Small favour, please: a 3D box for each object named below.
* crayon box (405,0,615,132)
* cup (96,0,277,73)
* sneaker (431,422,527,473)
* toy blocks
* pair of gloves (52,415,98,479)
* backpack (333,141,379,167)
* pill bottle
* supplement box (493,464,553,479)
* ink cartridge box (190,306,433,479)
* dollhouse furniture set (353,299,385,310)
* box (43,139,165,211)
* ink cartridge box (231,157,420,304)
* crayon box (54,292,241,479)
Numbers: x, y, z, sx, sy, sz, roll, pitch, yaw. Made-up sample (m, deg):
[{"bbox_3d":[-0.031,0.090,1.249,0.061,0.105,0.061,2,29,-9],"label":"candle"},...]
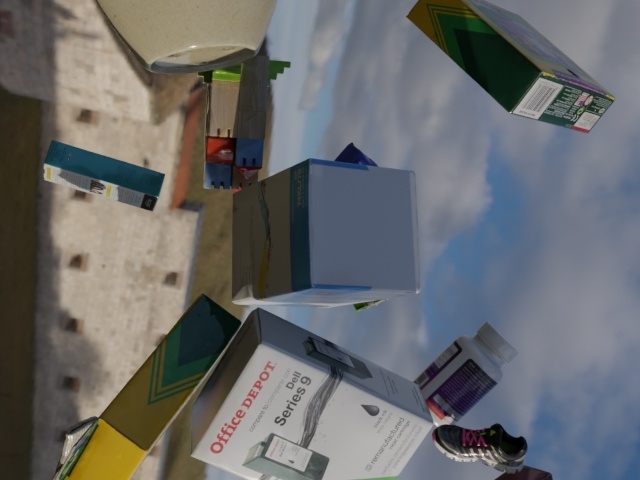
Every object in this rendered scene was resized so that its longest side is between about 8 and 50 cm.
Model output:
[{"bbox_3d":[0.391,-0.367,1.847,0.313,0.363,0.106,50,-62,28],"label":"crayon box"},{"bbox_3d":[-0.191,-0.378,1.330,0.331,0.331,0.237,164,-84,-81],"label":"cup"},{"bbox_3d":[0.276,0.340,1.548,0.063,0.170,0.075,-76,-175,-50],"label":"sneaker"},{"bbox_3d":[-0.163,-0.208,1.707,0.381,0.191,0.261,-140,-127,-79],"label":"toy blocks"},{"bbox_3d":[-0.417,0.418,1.789,0.240,0.042,0.204,-11,130,-51],"label":"pair of gloves"},{"bbox_3d":[0.095,-0.155,2.206,0.098,0.120,0.101,-46,-142,8],"label":"backpack"},{"bbox_3d":[0.257,0.239,1.634,0.193,0.108,0.108,-45,-167,6],"label":"pill bottle"},{"bbox_3d":[0.358,0.501,1.588,0.081,0.104,0.188,2,-71,54],"label":"supplement box"},{"bbox_3d":[-0.019,0.260,1.328,0.211,0.289,0.121,-59,-164,15],"label":"ink cartridge box"},{"bbox_3d":[0.129,0.142,2.379,0.076,0.152,0.058,-27,-99,32],"label":"dollhouse furniture set"},{"bbox_3d":[-0.461,-0.136,1.945,0.100,0.244,0.060,136,-32,-67],"label":"box"},{"bbox_3d":[0.000,0.000,1.472,0.270,0.198,0.197,-16,-108,57],"label":"ink cartridge box"},{"bbox_3d":[-0.252,0.247,1.310,0.203,0.083,0.323,-54,180,43],"label":"crayon box"}]
